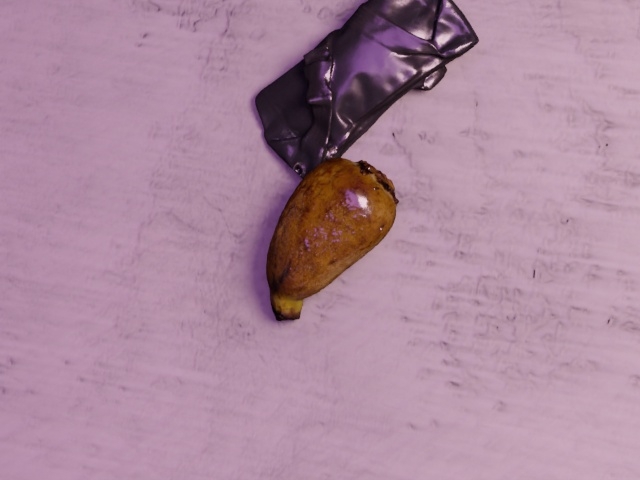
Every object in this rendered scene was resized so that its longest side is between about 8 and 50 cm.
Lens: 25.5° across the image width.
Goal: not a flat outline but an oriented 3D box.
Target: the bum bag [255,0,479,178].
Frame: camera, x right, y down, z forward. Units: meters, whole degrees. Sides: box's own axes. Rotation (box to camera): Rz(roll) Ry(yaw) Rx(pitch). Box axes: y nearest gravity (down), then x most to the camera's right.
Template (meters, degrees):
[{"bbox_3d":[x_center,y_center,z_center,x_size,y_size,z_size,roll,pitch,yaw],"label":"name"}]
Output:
[{"bbox_3d":[0.043,-0.177,1.497,0.248,0.060,0.123,-41,82,1],"label":"bum bag"}]

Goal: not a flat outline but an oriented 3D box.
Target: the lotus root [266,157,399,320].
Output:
[{"bbox_3d":[0.000,0.000,1.460,0.191,0.094,0.108,-52,45,2],"label":"lotus root"}]
